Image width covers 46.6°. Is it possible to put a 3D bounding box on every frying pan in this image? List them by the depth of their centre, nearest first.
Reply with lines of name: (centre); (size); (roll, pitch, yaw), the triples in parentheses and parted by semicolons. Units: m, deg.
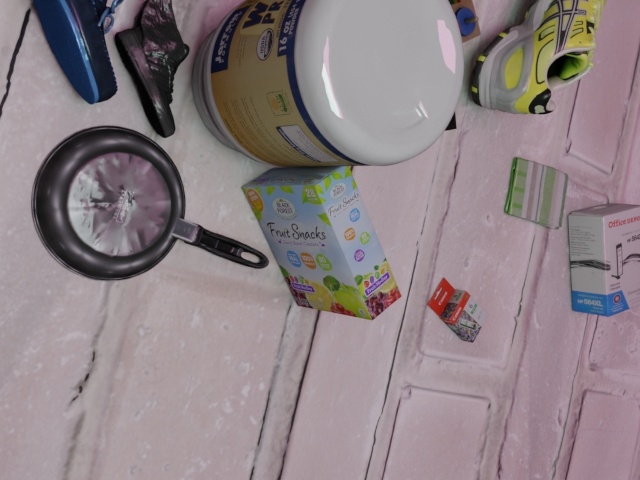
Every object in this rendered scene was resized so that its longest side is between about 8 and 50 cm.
frying pan: (-0.218, -0.003, 0.961); (0.326, 0.053, 0.197); (47, 69, -25)

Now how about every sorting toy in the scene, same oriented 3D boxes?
sorting toy: (0.211, -0.395, 1.224); (0.132, 0.046, 0.275); (-30, 110, -29)

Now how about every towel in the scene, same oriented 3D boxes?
towel: (0.410, -0.089, 1.409); (0.152, 0.023, 0.113); (12, 85, -33)

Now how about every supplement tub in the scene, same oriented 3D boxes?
supplement tub: (-0.006, -0.205, 0.922); (0.228, 0.316, 0.229); (-3, 96, -35)

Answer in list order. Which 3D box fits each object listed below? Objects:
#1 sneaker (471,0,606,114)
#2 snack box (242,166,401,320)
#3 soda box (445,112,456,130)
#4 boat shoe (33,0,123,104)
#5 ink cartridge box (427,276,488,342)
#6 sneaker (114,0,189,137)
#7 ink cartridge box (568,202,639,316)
sneaker: (0.425, -0.350, 1.293); (0.385, 0.147, 0.145); (-50, 148, -15)
snack box: (0.000, 0.000, 1.032); (0.070, 0.174, 0.207); (-35, 112, -31)
soda box: (0.138, -0.195, 1.185); (0.168, 0.053, 0.060); (-13, 102, -33)
boat shoe: (-0.277, -0.291, 0.856); (0.089, 0.109, 0.258); (-27, 111, -34)
ink cartridge box: (0.242, 0.122, 1.301); (0.115, 0.029, 0.063); (43, 70, -30)
sneaker: (-0.199, -0.225, 0.947); (0.089, 0.051, 0.170); (-30, 107, -25)
ink cartridge box: (0.581, 0.035, 1.497); (0.148, 0.085, 0.203); (-13, 102, -33)
